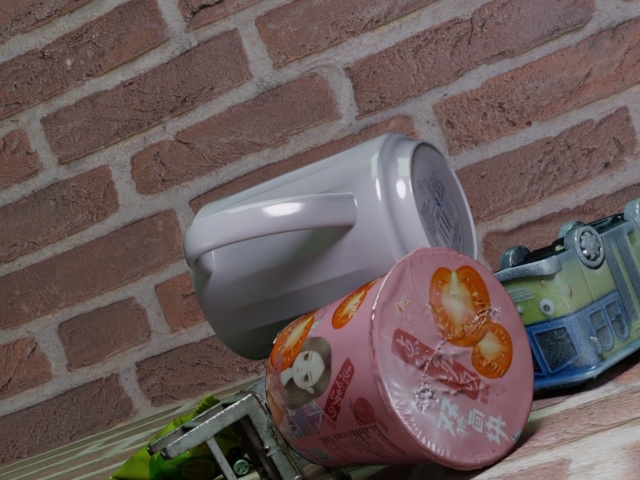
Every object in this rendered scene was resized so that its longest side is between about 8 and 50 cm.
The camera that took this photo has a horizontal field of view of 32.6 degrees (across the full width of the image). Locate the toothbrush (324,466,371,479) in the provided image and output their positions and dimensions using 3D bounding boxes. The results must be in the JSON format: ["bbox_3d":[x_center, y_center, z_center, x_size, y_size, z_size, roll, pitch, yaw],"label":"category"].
[{"bbox_3d":[0.027,0.287,1.344,0.031,0.023,0.321,-14,-1,-11],"label":"toothbrush"}]

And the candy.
[{"bbox_3d":[-0.182,0.296,1.512,0.246,0.069,0.149,-37,-41,27],"label":"candy"}]

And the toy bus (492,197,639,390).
[{"bbox_3d":[0.366,0.069,1.470,0.312,0.190,0.152,-20,0,-40],"label":"toy bus"}]

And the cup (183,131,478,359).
[{"bbox_3d":[0.000,0.000,1.419,0.326,0.237,0.322,-18,-20,28],"label":"cup"}]

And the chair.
[{"bbox_3d":[-0.063,0.247,1.365,0.270,0.136,0.147,-28,0,-20],"label":"chair"}]

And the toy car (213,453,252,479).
[{"bbox_3d":[-0.184,0.353,1.676,0.186,0.058,0.093,-20,1,-14],"label":"toy car"}]

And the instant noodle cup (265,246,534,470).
[{"bbox_3d":[0.081,0.151,1.248,0.243,0.243,0.231,-21,-2,-41],"label":"instant noodle cup"}]
